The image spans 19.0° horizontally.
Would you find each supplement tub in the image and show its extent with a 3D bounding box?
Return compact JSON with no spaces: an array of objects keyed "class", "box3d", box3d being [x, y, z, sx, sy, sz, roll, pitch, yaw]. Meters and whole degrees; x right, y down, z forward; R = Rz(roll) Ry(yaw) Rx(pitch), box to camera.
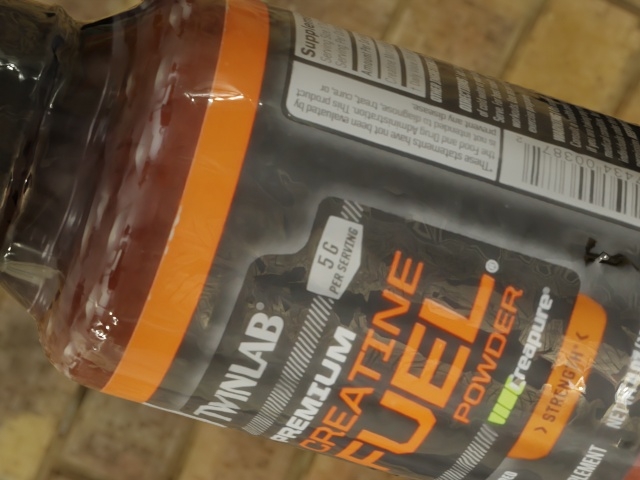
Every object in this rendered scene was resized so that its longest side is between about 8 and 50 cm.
[{"class":"supplement tub","box3d":[0.000,0.000,0.476,0.106,0.197,0.106,-164,-90,-79]}]
